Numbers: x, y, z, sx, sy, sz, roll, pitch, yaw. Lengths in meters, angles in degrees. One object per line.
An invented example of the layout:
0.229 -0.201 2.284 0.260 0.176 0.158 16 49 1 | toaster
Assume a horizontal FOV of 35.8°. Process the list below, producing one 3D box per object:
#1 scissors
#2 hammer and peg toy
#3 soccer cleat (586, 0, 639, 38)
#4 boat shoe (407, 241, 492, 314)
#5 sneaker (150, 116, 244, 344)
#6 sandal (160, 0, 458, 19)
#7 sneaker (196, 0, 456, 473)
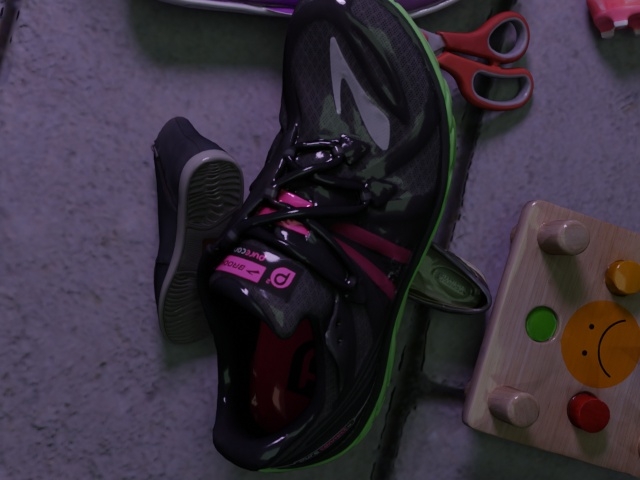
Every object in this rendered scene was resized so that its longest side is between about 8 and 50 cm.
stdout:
0.116 -0.193 1.028 0.297 0.021 0.109 -2 102 -35 | scissors
0.289 0.164 1.066 0.265 0.127 0.361 17 86 -12 | hammer and peg toy
0.419 -0.288 1.121 0.248 0.083 0.095 -8 87 -8 | soccer cleat
0.085 0.018 1.052 0.223 0.073 0.080 25 88 -9 | boat shoe
-0.132 -0.009 1.016 0.083 0.118 0.222 0 119 -27 | sneaker
0.011 -0.293 0.989 0.416 0.102 0.169 -9 106 -8 | sandal
0.000 0.000 0.917 0.185 0.202 0.483 12 101 27 | sneaker
